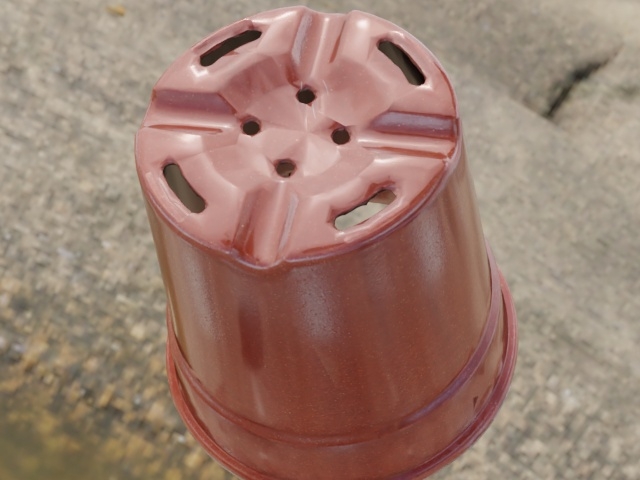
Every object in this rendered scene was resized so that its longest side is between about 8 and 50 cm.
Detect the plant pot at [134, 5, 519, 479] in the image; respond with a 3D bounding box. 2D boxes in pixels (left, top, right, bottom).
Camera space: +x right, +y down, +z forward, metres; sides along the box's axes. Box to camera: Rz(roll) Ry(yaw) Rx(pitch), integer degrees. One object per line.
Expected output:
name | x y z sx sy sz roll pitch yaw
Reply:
plant pot | 0.000 0.000 0.918 0.272 0.265 0.272 -4 56 5
